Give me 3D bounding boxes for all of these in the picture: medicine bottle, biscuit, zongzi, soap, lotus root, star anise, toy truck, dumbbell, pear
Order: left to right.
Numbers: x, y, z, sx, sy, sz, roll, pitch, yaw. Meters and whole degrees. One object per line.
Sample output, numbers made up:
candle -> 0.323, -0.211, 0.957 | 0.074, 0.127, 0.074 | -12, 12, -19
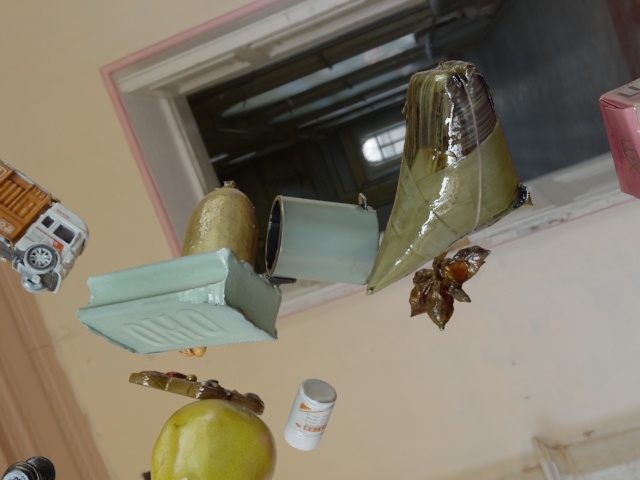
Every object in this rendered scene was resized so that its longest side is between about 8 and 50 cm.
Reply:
toy truck -> -0.746, -0.056, 1.563 | 0.388, 0.173, 0.206 | 36, -124, -9
dumbbell -> -0.724, 0.593, 1.619 | 0.208, 0.099, 0.099 | 73, 179, -80
soap -> -0.150, 0.072, 0.702 | 0.114, 0.199, 0.063 | 43, -135, -45
biscuit -> -0.376, 0.403, 1.817 | 0.283, 0.432, 0.064 | 31, -112, -44
pear -> -0.235, 0.494, 1.453 | 0.336, 0.285, 0.284 | 158, 93, -73
lotus root -> -0.224, -0.010, 1.444 | 0.151, 0.169, 0.342 | 36, -137, -40
medicine bottle -> -0.015, 0.247, 0.929 | 0.057, 0.057, 0.089 | -87, 15, -67
zongzi -> 0.151, -0.091, 1.021 | 0.289, 0.318, 0.154 | 59, 169, -31
star anise -> 0.268, 0.089, 1.413 | 0.111, 0.212, 0.196 | 33, -178, -1

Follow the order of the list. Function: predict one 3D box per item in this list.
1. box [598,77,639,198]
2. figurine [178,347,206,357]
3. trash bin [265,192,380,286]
box -> 0.350, -0.114, 0.611 | 0.111, 0.156, 0.060 | 64, 176, -23
figurine -> -0.317, 0.239, 1.509 | 0.109, 0.064, 0.047 | 26, -127, -14
trash bin -> 0.000, 0.000, 1.741 | 0.217, 0.263, 0.277 | -124, 43, -69
